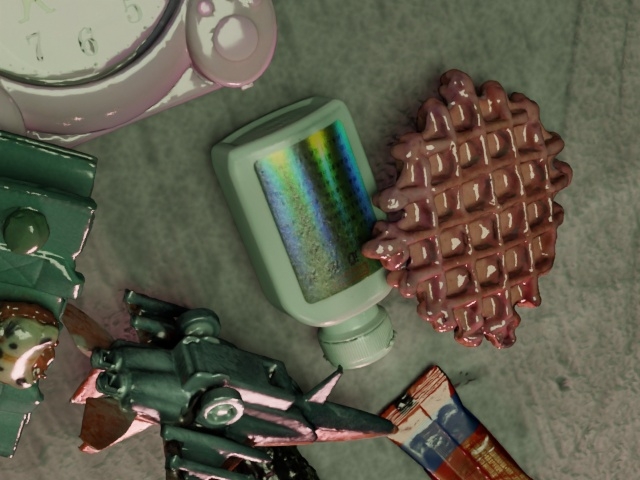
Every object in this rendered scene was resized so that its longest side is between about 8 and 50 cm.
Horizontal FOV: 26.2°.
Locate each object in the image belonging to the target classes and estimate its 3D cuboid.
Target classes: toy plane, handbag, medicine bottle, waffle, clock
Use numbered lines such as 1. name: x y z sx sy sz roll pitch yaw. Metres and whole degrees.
1. toy plane: -0.061 0.131 1.154 0.326 0.223 0.104 8 130 -28
2. handbag: -0.319 0.031 1.010 0.274 0.100 0.268 18 121 -12
3. medicine bottle: 0.000 0.000 1.192 0.121 0.083 0.229 -28 110 -20
4. waffle: 0.140 -0.029 1.216 0.221 0.055 0.234 38 68 -33
5. clock: -0.211 -0.231 1.048 0.295 0.113 0.322 -23 109 -12

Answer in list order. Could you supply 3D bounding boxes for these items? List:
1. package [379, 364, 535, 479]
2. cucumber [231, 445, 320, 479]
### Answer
1. package: 0.140 0.212 1.326 0.083 0.022 0.200 -44 112 -5
2. cucumber: -0.014 0.258 1.262 0.072 0.072 0.300 -36 111 -7
